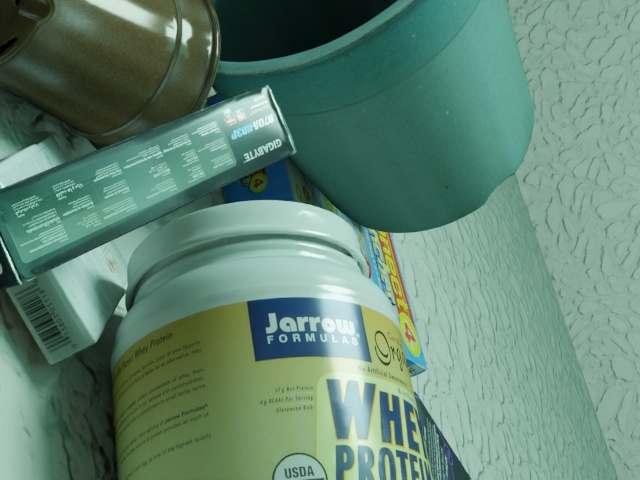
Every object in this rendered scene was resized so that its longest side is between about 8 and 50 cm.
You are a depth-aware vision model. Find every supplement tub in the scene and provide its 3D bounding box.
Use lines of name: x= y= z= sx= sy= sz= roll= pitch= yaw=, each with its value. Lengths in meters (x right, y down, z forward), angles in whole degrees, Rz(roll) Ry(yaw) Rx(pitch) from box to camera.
supplement tub: x=-0.038 y=0.152 z=0.780 sx=0.228 sy=0.228 sz=0.316 roll=39 pitch=35 yaw=-54

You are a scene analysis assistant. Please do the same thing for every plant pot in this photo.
plant pot: x=0.052 y=-0.196 z=1.046 sx=0.334 sy=0.341 sz=0.341 roll=52 pitch=24 yaw=-48
plant pot: x=-0.196 y=-0.168 z=0.843 sx=0.165 sy=0.167 sz=0.167 roll=23 pitch=47 yaw=-53

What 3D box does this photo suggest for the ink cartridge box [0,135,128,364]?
ink cartridge box: x=-0.209 y=-0.001 z=0.810 sx=0.145 sy=0.045 sz=0.179 roll=62 pitch=3 yaw=-12

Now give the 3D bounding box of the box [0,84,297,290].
box: x=-0.149 y=-0.024 z=0.650 sx=0.220 sy=0.175 sz=0.051 roll=-31 pitch=101 yaw=-44

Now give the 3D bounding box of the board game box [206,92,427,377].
board game box: x=0.000 y=0.000 z=1.258 sx=0.302 sy=0.086 sz=0.308 roll=33 pitch=39 yaw=-57

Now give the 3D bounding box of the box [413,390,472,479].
box: x=0.092 y=0.316 z=1.067 sx=0.270 sy=0.143 sz=0.165 roll=57 pitch=21 yaw=-28
